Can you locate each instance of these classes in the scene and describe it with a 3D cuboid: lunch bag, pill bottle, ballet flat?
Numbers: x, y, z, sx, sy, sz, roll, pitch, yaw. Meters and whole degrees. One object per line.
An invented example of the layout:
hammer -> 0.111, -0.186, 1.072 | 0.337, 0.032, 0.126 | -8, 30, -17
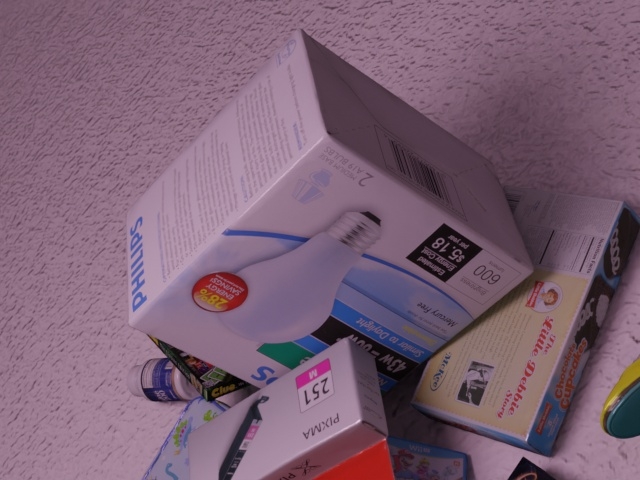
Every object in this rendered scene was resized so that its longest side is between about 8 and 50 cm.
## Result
lunch bag -> -0.162, 0.336, 1.685 | 0.176, 0.090, 0.219 | 24, 80, 45
pill bottle -> -0.237, 0.212, 1.845 | 0.120, 0.067, 0.067 | -8, 59, 37
ballet flat -> 0.399, 0.131, 1.335 | 0.231, 0.077, 0.077 | -39, 26, 9

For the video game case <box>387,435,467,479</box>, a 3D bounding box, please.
video game case -> 0.114, 0.306, 1.433 | 0.166, 0.119, 0.015 | -80, 4, -51

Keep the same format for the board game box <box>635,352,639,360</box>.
board game box -> 0.410, 0.138, 1.378 | 0.090, 0.020, 0.090 | 29, 84, 44

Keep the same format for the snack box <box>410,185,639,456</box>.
snack box -> 0.256, 0.091, 1.509 | 0.187, 0.060, 0.322 | 12, 72, 46

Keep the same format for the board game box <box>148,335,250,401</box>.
board game box -> -0.171, 0.143, 1.805 | 0.136, 0.030, 0.259 | -17, 34, -29

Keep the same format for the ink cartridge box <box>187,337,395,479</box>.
ink cartridge box -> -0.040, 0.282, 1.451 | 0.275, 0.060, 0.239 | -34, 41, 23

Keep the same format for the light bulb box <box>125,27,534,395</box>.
light bulb box -> 0.000, 0.000, 1.518 | 0.361, 0.358, 0.225 | -43, 34, 26

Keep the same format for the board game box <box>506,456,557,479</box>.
board game box -> 0.247, 0.352, 1.306 | 0.165, 0.042, 0.243 | -55, 23, -3
